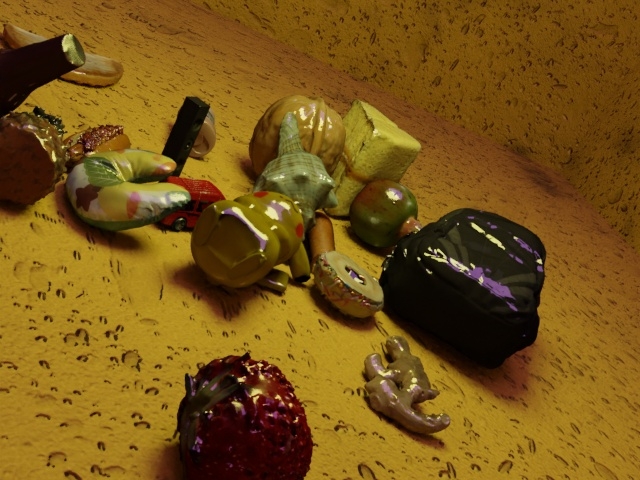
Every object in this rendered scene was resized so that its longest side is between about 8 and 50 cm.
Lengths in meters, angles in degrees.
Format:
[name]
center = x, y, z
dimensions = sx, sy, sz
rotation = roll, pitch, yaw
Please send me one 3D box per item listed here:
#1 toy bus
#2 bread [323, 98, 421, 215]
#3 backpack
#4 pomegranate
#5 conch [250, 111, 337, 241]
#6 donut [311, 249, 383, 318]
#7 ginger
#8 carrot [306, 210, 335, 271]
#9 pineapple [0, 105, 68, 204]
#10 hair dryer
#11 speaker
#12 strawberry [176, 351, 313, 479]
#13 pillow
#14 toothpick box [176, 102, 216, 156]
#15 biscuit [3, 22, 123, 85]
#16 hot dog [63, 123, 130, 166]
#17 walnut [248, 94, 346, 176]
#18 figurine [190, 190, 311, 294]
[toy bus]
center = -0.248, -0.073, 1.657
dimensions = 0.195, 0.089, 0.081
rotation = 4, 33, -47
[bread]
center = 0.071, -0.219, 2.128
dimensions = 0.198, 0.263, 0.236
rotation = 8, 32, -51
[backpack]
center = 0.346, 0.079, 1.837
dimensions = 0.363, 0.255, 0.446
rotation = 33, 36, 13
[pomegranate]
center = 0.174, -0.051, 2.013
dimensions = 0.210, 0.180, 0.180
rotation = 39, 24, 29
[conch]
center = -0.045, -0.126, 1.811
dimensions = 0.203, 0.170, 0.386
rotation = 35, 59, -38
[donut]
center = 0.054, 0.093, 1.668
dimensions = 0.175, 0.068, 0.174
rotation = 34, 19, -13
[ginger]
center = 0.140, 0.242, 1.480
dimensions = 0.149, 0.065, 0.258
rotation = 19, 26, -17
[carrot]
center = 0.000, 0.000, 1.832
dimensions = 0.067, 0.067, 0.225
rotation = 23, 25, -15
[pineapple]
center = -0.515, -0.171, 1.476
dimensions = 0.158, 0.157, 0.278
rotation = 24, 19, -13
[hair dryer]
center = -0.579, -0.219, 1.331
dimensions = 0.123, 0.313, 0.340
rotation = 64, 30, -26
[speaker]
center = -0.302, -0.218, 1.771
dimensions = 0.046, 0.191, 0.040
rotation = 36, 23, 19
[strawberry]
center = -0.089, 0.246, 1.054
dimensions = 0.201, 0.187, 0.184
rotation = 37, 53, -24
[pillow]
center = -0.361, -0.100, 1.521
dimensions = 0.214, 0.086, 0.233
rotation = -9, 34, -17
[toothpick box]
center = -0.307, -0.277, 2.016
dimensions = 0.098, 0.098, 0.149
rotation = 21, 23, -19
[biscuit]
center = -0.645, -0.455, 2.075
dimensions = 0.309, 0.040, 0.204
rotation = 14, 26, -31
[hot dog]
center = -0.457, -0.194, 1.688
dimensions = 0.102, 0.076, 0.249
rotation = 32, 21, -1
[walnut]
center = -0.054, -0.241, 2.037
dimensions = 0.224, 0.257, 0.257
rotation = 20, 24, -21
[figurine]
center = -0.118, 0.003, 1.555
dimensions = 0.218, 0.169, 0.327
rotation = 48, 27, 6
